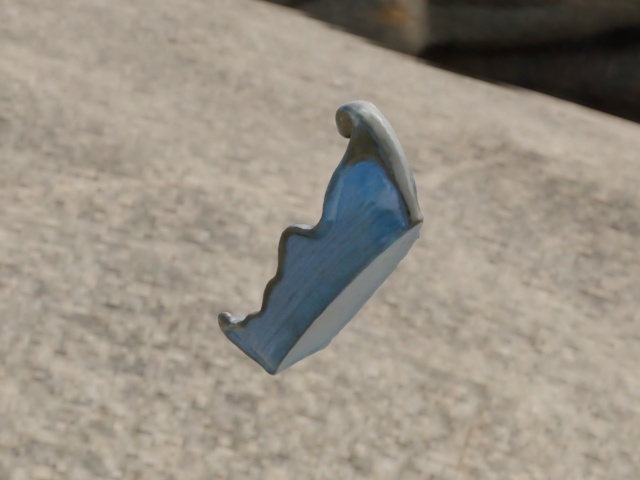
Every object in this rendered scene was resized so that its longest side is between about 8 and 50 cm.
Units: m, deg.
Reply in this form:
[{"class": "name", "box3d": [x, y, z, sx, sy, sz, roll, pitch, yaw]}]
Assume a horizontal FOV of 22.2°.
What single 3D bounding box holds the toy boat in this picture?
[{"class": "toy boat", "box3d": [0.000, 0.000, 0.936, 0.075, 0.185, 0.077, -26, 72, -41]}]
